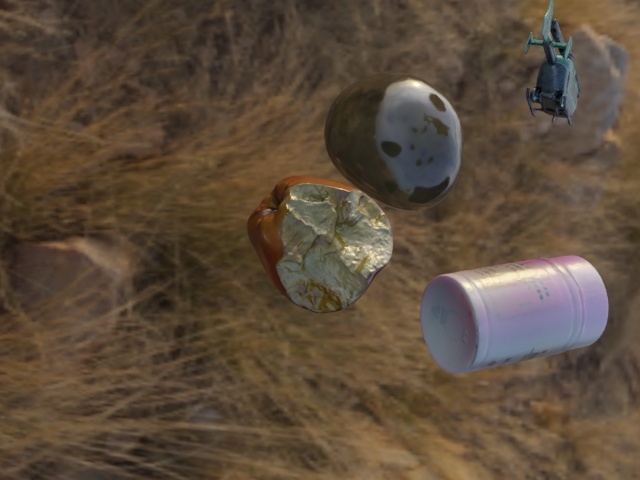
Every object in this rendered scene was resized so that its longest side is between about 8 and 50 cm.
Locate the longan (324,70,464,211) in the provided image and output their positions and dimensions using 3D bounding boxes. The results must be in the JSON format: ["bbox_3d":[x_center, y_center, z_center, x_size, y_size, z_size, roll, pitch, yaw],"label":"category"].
[{"bbox_3d":[0.115,-0.148,1.848,0.220,0.196,0.196,47,50,-2],"label":"longan"}]

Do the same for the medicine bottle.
[{"bbox_3d":[0.296,0.109,1.895,0.254,0.152,0.152,-7,94,-29],"label":"medicine bottle"}]

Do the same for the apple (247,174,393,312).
[{"bbox_3d":[-0.003,-0.003,1.488,0.158,0.147,0.156,42,88,-7],"label":"apple"}]

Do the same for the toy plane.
[{"bbox_3d":[0.326,-0.233,1.718,0.096,0.060,0.235,-64,152,-15],"label":"toy plane"}]
